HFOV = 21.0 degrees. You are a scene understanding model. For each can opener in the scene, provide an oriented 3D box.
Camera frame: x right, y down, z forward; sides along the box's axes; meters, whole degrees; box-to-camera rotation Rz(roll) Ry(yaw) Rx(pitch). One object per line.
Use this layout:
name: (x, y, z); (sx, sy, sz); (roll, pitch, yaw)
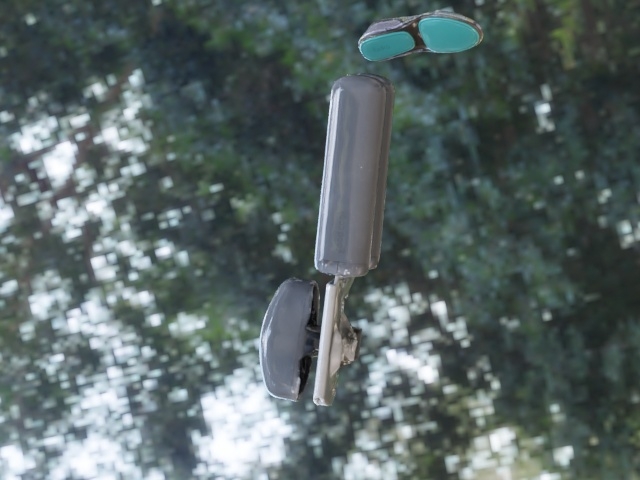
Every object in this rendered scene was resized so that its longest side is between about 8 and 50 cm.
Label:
can opener: (0.000, 0.000, 1.439); (0.076, 0.095, 0.283); (-27, -56, -75)

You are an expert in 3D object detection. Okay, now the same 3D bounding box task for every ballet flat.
ballet flat: (0.087, -0.179, 1.458); (0.041, 0.114, 0.041); (15, -107, -59)
